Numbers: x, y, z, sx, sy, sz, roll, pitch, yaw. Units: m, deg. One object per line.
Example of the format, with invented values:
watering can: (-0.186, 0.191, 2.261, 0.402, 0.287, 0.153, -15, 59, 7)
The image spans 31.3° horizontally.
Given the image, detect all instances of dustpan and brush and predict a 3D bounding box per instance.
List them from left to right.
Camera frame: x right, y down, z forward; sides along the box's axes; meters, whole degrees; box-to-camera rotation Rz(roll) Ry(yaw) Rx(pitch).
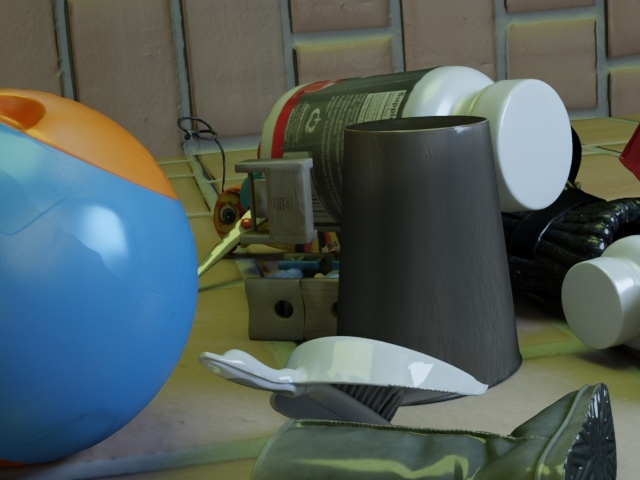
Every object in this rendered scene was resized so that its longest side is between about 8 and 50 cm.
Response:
dustpan and brush: (0.000, 0.102, 0.810, 0.211, 0.060, 0.147, 33, -36, -33)

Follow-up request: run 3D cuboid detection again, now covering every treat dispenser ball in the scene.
treat dispenser ball: (-0.238, 0.029, 0.874, 0.288, 0.288, 0.288, -4, 11, 1)

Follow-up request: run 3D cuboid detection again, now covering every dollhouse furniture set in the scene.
dollhouse furniture set: (0.000, 0.000, 1.200, 0.128, 0.184, 0.129, 0, 12, 19)

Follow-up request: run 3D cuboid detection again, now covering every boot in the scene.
boot: (0.082, 0.144, 0.764, 0.208, 0.076, 0.189, -9, 1, 28)
boot: (0.288, -0.040, 1.306, 0.260, 0.131, 0.348, -1, 35, 42)

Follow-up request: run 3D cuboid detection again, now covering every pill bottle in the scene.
pill bottle: (0.100, -0.095, 1.228, 0.318, 0.176, 0.176, 1, 12, 44)
pill bottle: (0.323, 0.043, 1.055, 0.193, 0.108, 0.108, -10, 12, -28)

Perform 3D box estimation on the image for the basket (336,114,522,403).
basket: (0.090, 0.008, 1.016, 0.154, 0.227, 0.204, 5, 15, 39)

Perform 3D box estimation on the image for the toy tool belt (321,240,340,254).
toy tool belt: (0.021, 0.028, 1.435, 0.051, 0.052, 0.083, -35, -12, 34)

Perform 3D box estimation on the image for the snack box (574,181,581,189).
snack box: (0.250, -0.034, 1.578, 0.207, 0.070, 0.174, -2, 12, 19)

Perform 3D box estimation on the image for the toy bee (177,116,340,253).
toy bee: (-0.076, -0.036, 1.597, 0.195, 0.162, 0.298, -5, 33, -46)

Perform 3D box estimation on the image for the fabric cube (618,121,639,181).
fabric cube: (0.506, -0.124, 1.228, 0.258, 0.254, 0.259, 27, 14, 4)

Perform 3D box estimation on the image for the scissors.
scissors: (-0.075, -0.028, 1.465, 0.109, 0.021, 0.297, 25, 58, 6)
